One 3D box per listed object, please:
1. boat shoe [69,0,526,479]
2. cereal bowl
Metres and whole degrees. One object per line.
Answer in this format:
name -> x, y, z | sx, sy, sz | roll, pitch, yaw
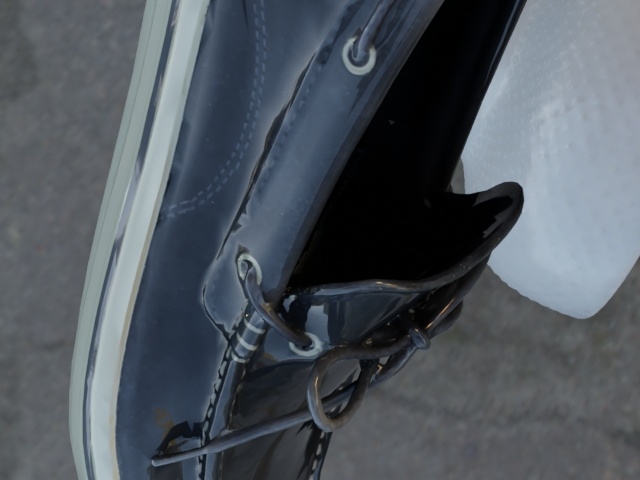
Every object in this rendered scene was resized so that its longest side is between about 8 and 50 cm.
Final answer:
boat shoe -> 0.000, 0.000, 0.918 | 0.156, 0.187, 0.500 | 26, 125, 19
cereal bowl -> 0.191, -0.121, 1.479 | 0.141, 0.339, 0.339 | 20, 129, -4
